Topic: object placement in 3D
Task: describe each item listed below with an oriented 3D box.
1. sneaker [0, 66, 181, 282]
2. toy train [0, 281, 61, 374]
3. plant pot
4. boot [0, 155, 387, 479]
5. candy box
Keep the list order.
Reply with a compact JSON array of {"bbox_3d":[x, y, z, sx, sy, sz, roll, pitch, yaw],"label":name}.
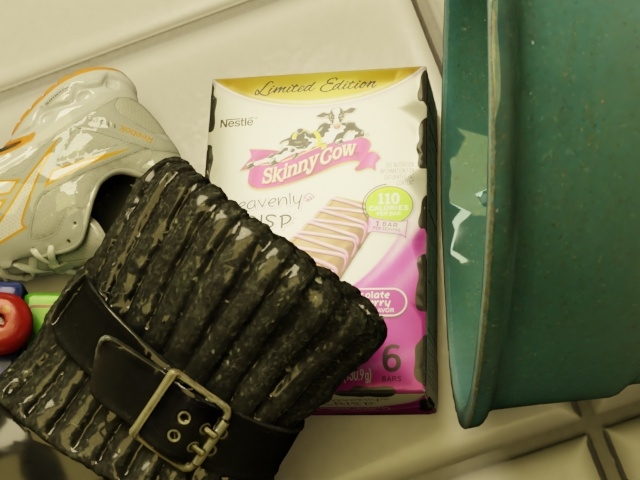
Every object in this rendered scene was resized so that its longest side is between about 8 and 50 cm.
[{"bbox_3d":[-0.213,-0.006,0.788,0.262,0.099,0.121,-43,72,-5],"label":"sneaker"},{"bbox_3d":[-0.161,0.154,0.723,0.143,0.105,0.248,1,71,-4],"label":"toy train"},{"bbox_3d":[0.243,-0.064,0.611,0.334,0.341,0.341,0,70,2],"label":"plant pot"},{"bbox_3d":[-0.038,0.147,0.624,0.348,0.131,0.260,43,83,-4],"label":"boot"},{"bbox_3d":[0.000,0.000,0.754,0.159,0.071,0.233,-2,69,11],"label":"candy box"}]
